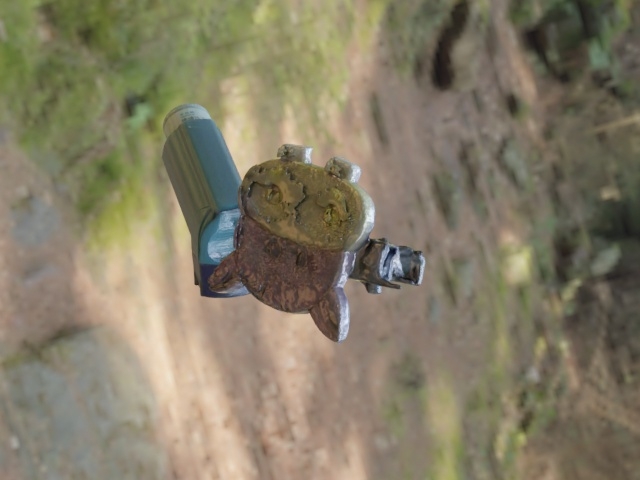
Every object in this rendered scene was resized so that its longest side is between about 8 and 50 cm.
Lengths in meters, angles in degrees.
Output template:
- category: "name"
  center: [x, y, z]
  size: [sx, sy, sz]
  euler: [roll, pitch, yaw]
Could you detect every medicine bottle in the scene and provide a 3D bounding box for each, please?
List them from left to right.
- category: "medicine bottle"
  center: [-0.133, -0.054, 1.981]
  size: [0.258, 0.079, 0.124]
  euler: [-113, -158, -43]

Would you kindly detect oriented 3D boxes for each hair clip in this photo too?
- category: "hair clip"
  center: [-0.003, 0.000, 1.379]
  size: [0.056, 0.187, 0.146]
  euler: [6, 102, -64]
